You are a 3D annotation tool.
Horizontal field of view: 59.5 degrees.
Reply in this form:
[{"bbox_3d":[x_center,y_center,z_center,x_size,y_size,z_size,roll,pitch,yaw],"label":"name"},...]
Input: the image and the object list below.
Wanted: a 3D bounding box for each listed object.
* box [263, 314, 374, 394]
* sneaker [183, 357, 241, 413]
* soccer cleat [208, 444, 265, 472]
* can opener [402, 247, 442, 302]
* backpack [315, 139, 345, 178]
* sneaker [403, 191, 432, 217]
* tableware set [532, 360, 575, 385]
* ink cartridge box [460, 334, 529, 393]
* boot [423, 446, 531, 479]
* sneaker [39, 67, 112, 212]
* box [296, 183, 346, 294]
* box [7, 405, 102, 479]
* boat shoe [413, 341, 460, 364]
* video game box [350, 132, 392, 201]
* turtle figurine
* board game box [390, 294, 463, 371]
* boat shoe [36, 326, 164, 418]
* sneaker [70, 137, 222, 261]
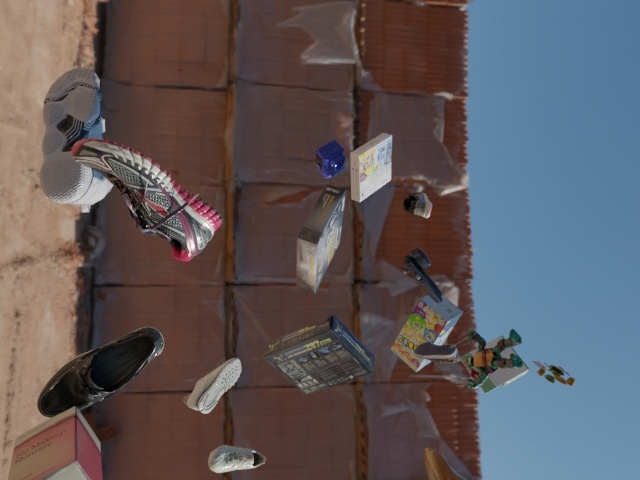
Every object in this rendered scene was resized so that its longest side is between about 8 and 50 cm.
[{"bbox_3d":[-0.005,0.305,1.465,0.183,0.233,0.059,47,32,-25],"label":"box"},{"bbox_3d":[-0.365,0.481,1.915,0.235,0.095,0.090,-43,127,-43],"label":"sneaker"},{"bbox_3d":[-0.223,0.583,1.499,0.196,0.076,0.068,31,55,-57],"label":"soccer cleat"},{"bbox_3d":[0.296,0.109,1.603,0.186,0.073,0.059,55,33,-18],"label":"can opener"},{"bbox_3d":[0.036,-0.278,2.012,0.101,0.098,0.120,54,-21,25],"label":"backpack"},{"bbox_3d":[0.286,-0.117,1.712,0.170,0.075,0.063,-103,-148,-70],"label":"sneaker"},{"bbox_3d":[0.706,0.409,1.687,0.024,0.104,0.154,-50,-174,-12],"label":"tableware set"},{"bbox_3d":[0.676,0.493,2.200,0.171,0.235,0.056,56,-25,29],"label":"ink cartridge box"},{"bbox_3d":[0.375,0.571,1.252,0.104,0.211,0.295,107,-39,-74],"label":"boot"},{"bbox_3d":[-0.630,-0.253,1.475,0.210,0.137,0.365,106,-14,-77],"label":"sneaker"},{"bbox_3d":[0.000,0.000,1.414,0.231,0.056,0.183,94,19,-53],"label":"box"},{"bbox_3d":[-0.567,0.492,1.207,0.232,0.149,0.127,28,-37,63],"label":"box"},{"bbox_3d":[0.413,0.409,1.987,0.183,0.066,0.066,-7,-143,51],"label":"boat shoe"},{"bbox_3d":[0.183,-0.263,2.007,0.205,0.048,0.187,-36,138,-39],"label":"video game box"},{"bbox_3d":[0.494,0.353,1.687,0.234,0.118,0.175,-31,-122,44],"label":"turtle figurine"},{"bbox_3d":[0.422,0.362,2.237,0.142,0.144,0.275,39,-58,26],"label":"board game box"},{"bbox_3d":[-0.549,0.333,1.402,0.127,0.340,0.113,64,-18,-3],"label":"boat shoe"},{"bbox_3d":[-0.309,-0.073,0.998,0.121,0.299,0.112,11,-114,53],"label":"sneaker"}]
